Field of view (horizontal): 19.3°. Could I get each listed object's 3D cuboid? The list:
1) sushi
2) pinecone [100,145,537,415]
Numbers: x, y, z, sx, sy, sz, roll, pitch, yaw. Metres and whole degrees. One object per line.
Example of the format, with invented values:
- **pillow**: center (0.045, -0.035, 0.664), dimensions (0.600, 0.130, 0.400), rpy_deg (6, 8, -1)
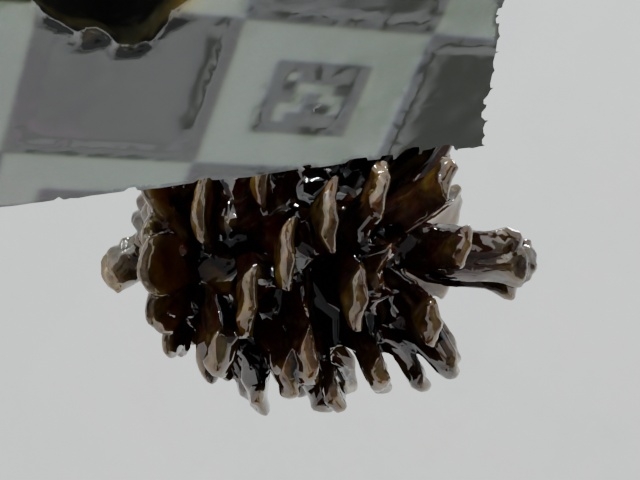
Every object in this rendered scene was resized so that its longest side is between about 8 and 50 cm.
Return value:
- **sushi**: center (-0.101, -0.143, 0.501), dimensions (0.320, 0.069, 0.339), rpy_deg (-9, -40, -10)
- **pinecone**: center (0.000, 0.001, 0.974), dimensions (0.212, 0.186, 0.168), rpy_deg (12, -39, -14)
